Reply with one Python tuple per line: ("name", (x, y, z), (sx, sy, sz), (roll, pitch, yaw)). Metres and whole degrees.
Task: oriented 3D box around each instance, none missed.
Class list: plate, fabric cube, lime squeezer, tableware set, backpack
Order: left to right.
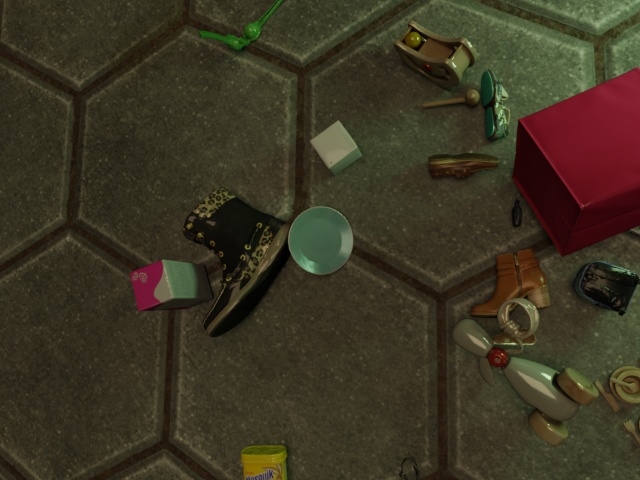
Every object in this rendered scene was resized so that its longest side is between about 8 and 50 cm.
("lime squeezer", (-0.236, -0.648, 1.394), (0.310, 0.110, 0.059), (-37, 56, -23))
("plate", (0.000, 0.000, 1.265), (0.188, 0.024, 0.188), (0, 90, -17))
("fabric cube", (0.609, -0.158, 1.007), (0.258, 0.259, 0.254), (-24, 61, 8))
("backpack", (0.668, 0.105, 1.084), (0.114, 0.084, 0.105), (25, 91, 12))
("tableware set", (0.754, 0.384, 1.056), (0.128, 0.039, 0.194), (-33, 77, 9))

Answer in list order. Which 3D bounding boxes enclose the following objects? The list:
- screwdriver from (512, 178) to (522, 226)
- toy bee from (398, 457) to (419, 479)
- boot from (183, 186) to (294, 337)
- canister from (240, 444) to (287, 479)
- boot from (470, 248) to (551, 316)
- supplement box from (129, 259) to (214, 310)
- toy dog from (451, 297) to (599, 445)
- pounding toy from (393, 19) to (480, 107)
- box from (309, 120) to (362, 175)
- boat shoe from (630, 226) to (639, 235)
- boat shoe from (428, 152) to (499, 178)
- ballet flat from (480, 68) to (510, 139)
("screwdriver", (0.512, -0.118, 1.186), (0.025, 0.024, 0.170), (12, 79, -14))
("toy bee", (0.223, 0.726, 1.112), (0.195, 0.298, 0.162), (32, 125, -18))
("boot", (-0.271, 0.050, 1.294), (0.284, 0.138, 0.377), (34, 85, 15))
("canister", (-0.148, 0.655, 1.240), (0.126, 0.073, 0.170), (-7, 84, 14))
("boot", (0.461, 0.111, 1.152), (0.197, 0.073, 0.152), (-14, 73, 14))
("supplement box", (-0.411, 0.129, 1.287), (0.111, 0.220, 0.114), (-20, 80, 11))
("toy dog", (0.485, 0.302, 1.088), (0.220, 0.161, 0.334), (-38, 72, 23))
("pounding toy", (0.301, -0.447, 1.202), (0.269, 0.154, 0.155), (38, 94, 15))
("box", (0.044, -0.257, 1.281), (0.102, 0.087, 0.101), (-35, 77, 9))
("boat shoe", (0.754, -0.045, 1.089), (0.184, 0.063, 0.066), (38, 94, 15))
("boat shoe", (0.375, -0.195, 1.210), (0.178, 0.064, 0.060), (1, 115, 16))
("ballet flat", (0.464, -0.356, 1.206), (0.070, 0.070, 0.188), (-3, 85, 14))
